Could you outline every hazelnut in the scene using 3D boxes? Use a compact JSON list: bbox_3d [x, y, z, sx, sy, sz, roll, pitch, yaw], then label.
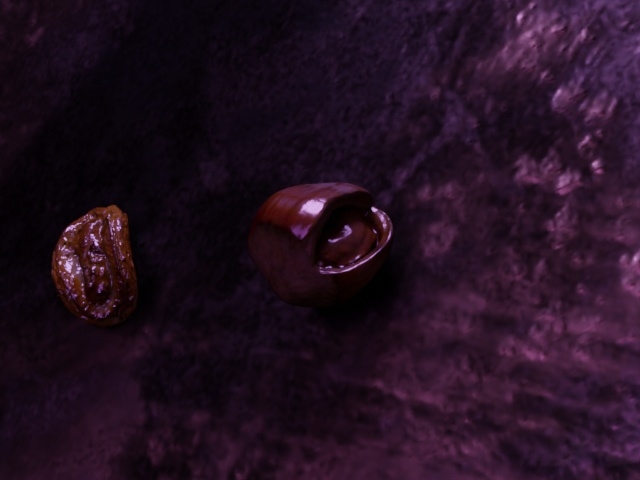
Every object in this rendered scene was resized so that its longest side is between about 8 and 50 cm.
[{"bbox_3d":[0.000,0.000,1.153,0.086,0.086,0.086,-14,62,30],"label":"hazelnut"}]

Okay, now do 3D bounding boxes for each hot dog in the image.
[{"bbox_3d":[-0.145,0.015,1.269,0.058,0.035,0.083,-25,58,20],"label":"hot dog"}]
